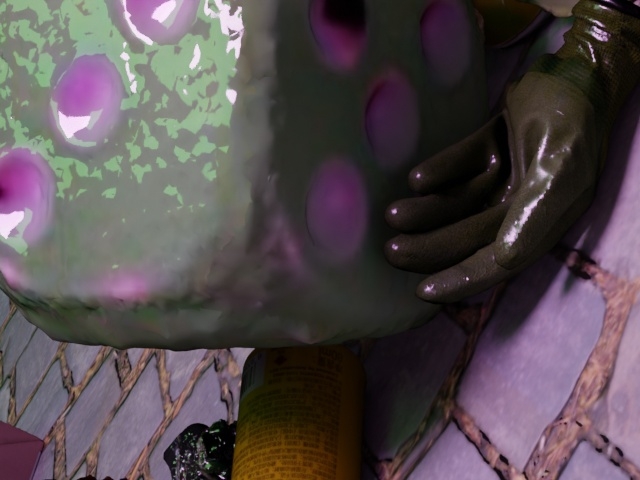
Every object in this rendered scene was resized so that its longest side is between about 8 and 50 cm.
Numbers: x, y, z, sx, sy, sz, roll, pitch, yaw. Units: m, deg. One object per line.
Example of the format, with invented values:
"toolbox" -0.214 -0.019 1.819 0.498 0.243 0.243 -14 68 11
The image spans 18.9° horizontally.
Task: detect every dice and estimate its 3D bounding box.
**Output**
"dice" -0.074 -0.083 1.490 0.322 0.318 0.330 2 90 37

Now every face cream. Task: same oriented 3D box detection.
"face cream" -0.023 0.237 1.467 0.105 0.105 0.349 -46 28 40

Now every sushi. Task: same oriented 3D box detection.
"sushi" -0.100 0.208 1.740 0.085 0.056 0.083 -51 25 34

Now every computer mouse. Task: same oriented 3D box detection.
"computer mouse" 0.174 -0.277 1.636 0.126 0.056 0.245 -36 37 52

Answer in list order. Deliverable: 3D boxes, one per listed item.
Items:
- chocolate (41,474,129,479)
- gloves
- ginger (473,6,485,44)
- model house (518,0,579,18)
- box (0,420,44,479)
"chocolate" -0.199 0.289 1.749 0.224 0.206 0.177 -38 1 22
"gloves" 0.153 -0.063 1.387 0.268 0.107 0.135 -48 29 -5
"ginger" 0.088 -0.177 1.678 0.258 0.065 0.149 -144 45 -63
"model house" 0.200 -0.306 1.443 0.214 0.195 0.189 -19 42 58
"box" -0.452 0.293 2.256 0.086 0.215 0.215 -8 58 50
